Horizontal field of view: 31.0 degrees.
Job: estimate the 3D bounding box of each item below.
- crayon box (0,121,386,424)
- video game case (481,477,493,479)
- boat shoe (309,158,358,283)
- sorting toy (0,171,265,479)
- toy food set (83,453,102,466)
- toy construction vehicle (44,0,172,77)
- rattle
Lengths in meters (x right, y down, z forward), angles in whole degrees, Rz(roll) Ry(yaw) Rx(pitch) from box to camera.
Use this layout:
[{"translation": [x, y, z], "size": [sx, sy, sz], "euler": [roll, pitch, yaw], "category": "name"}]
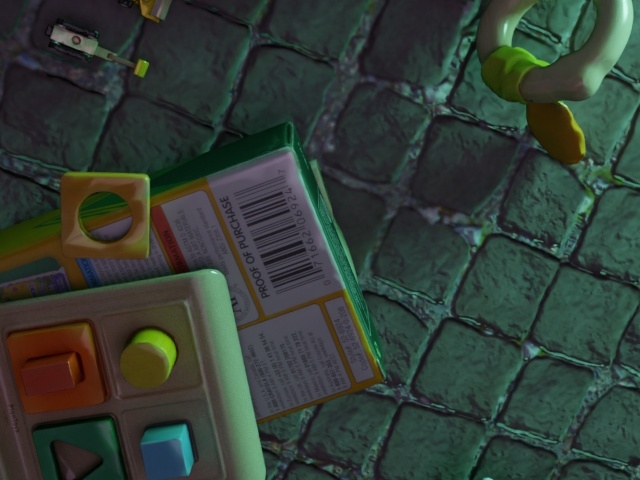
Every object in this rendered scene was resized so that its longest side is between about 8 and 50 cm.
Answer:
[{"translation": [-0.135, 0.061, 0.907], "size": [0.323, 0.083, 0.203], "euler": [-20, 109, 6], "category": "crayon box"}, {"translation": [0.191, 0.415, 1.019], "size": [0.329, 0.036, 0.300], "euler": [36, 110, 5], "category": "video game case"}, {"translation": [0.000, -0.001, 0.956], "size": [0.042, 0.049, 0.133], "euler": [-21, 108, 4], "category": "boat shoe"}, {"translation": [-0.151, 0.122, 0.845], "size": [0.196, 0.047, 0.347], "euler": [-10, 104, 1], "category": "sorting toy"}, {"translation": [-0.166, 0.258, 0.940], "size": [0.132, 0.038, 0.192], "euler": [22, 111, -11], "category": "toy food set"}, {"translation": [-0.169, -0.177, 0.884], "size": [0.098, 0.035, 0.086], "euler": [18, 90, -18], "category": "toy construction vehicle"}, {"translation": [0.216, -0.183, 0.940], "size": [0.143, 0.130, 0.199], "euler": [29, 67, -34], "category": "rattle"}]
